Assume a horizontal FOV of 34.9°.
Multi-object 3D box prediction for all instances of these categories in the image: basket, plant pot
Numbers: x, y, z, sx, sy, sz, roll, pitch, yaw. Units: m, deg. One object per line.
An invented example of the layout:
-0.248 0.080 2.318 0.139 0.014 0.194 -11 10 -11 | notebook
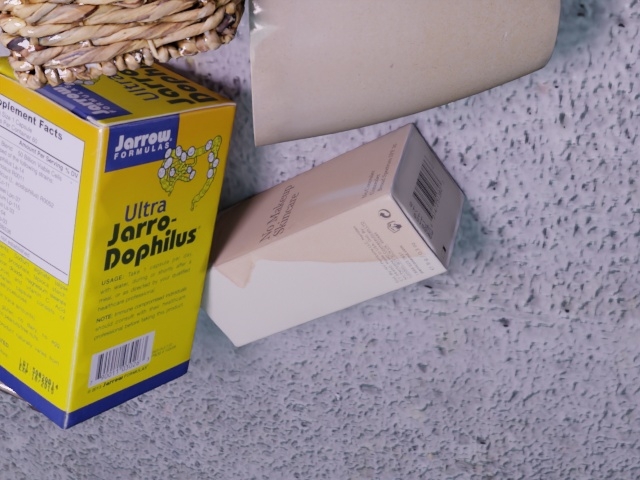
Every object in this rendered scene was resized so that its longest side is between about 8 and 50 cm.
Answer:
-0.178 -0.290 0.819 0.213 0.299 0.223 -15 123 -12 | basket
0.071 -0.221 0.939 0.273 0.257 0.257 -3 131 -3 | plant pot

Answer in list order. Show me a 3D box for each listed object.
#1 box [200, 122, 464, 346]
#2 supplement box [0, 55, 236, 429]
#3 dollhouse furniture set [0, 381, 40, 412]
0.000 0.000 1.198 0.311 0.148 0.121 -23 119 31 | box
-0.252 -0.011 1.128 0.194 0.195 0.357 29 119 29 | supplement box
-0.448 0.065 1.267 0.256 0.362 0.394 23 161 -2 | dollhouse furniture set
